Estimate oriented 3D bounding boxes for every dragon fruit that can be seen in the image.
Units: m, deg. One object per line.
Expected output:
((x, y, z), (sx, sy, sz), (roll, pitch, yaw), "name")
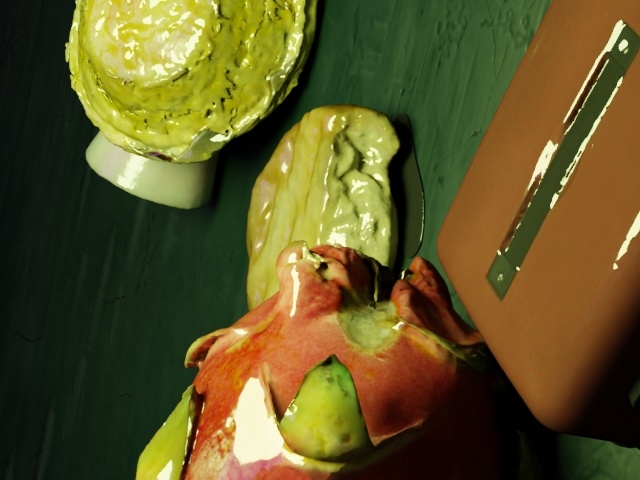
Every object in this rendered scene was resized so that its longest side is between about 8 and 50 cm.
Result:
((0.029, 0.140, 1.040), (0.226, 0.305, 0.305), (-65, 31, 26), "dragon fruit")

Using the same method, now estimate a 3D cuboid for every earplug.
((-0.165, -0.211, 1.689), (0.301, 0.172, 0.172), (-65, 30, 19), "earplug")

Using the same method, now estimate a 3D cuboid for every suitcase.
((0.215, -0.034, 0.853), (0.297, 0.161, 0.236), (-65, 32, 28), "suitcase")

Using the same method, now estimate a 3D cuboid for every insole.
((0.083, -0.055, 1.303), (0.053, 0.002, 0.153), (-46, 44, 50), "insole")

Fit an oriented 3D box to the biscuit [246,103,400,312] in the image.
((0.001, 0.000, 1.353), (0.213, 0.091, 0.274), (8, 92, 62), "biscuit")

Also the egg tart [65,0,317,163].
((-0.167, -0.257, 1.542), (0.341, 0.132, 0.341), (-1, 86, 21), "egg tart")
